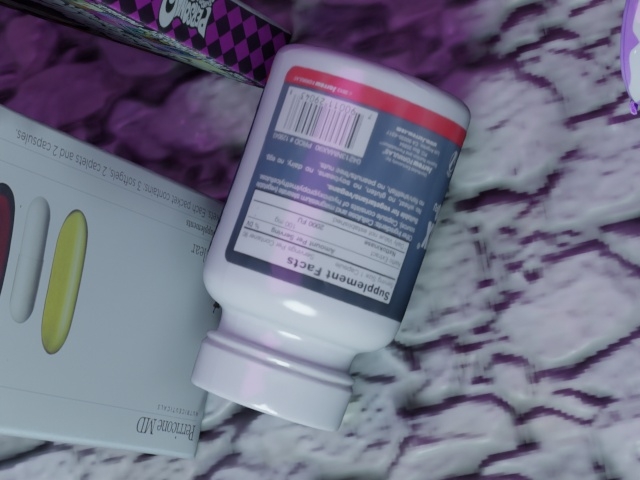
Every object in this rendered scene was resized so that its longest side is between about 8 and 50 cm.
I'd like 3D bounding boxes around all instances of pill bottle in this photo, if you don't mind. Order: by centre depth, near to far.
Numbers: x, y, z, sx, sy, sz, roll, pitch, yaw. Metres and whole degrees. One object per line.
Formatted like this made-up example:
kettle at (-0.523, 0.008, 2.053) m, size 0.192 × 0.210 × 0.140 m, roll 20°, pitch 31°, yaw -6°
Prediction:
pill bottle at (0.000, 0.000, 0.905) m, size 0.108 × 0.108 × 0.180 m, roll 19°, pitch 88°, yaw 25°

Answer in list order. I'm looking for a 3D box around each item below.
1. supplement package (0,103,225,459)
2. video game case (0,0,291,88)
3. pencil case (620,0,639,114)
supplement package at (-0.193, 0.017, 0.899) m, size 0.204 × 0.262 × 0.145 m, roll 9°, pitch 84°, yaw 24°
video game case at (-0.154, -0.148, 0.930) m, size 0.210 × 0.232 × 0.042 m, roll 20°, pitch 90°, yaw 24°
pencil case at (0.240, -0.085, 0.833) m, size 0.206 × 0.086 × 0.088 m, roll 13°, pitch 120°, yaw 27°
